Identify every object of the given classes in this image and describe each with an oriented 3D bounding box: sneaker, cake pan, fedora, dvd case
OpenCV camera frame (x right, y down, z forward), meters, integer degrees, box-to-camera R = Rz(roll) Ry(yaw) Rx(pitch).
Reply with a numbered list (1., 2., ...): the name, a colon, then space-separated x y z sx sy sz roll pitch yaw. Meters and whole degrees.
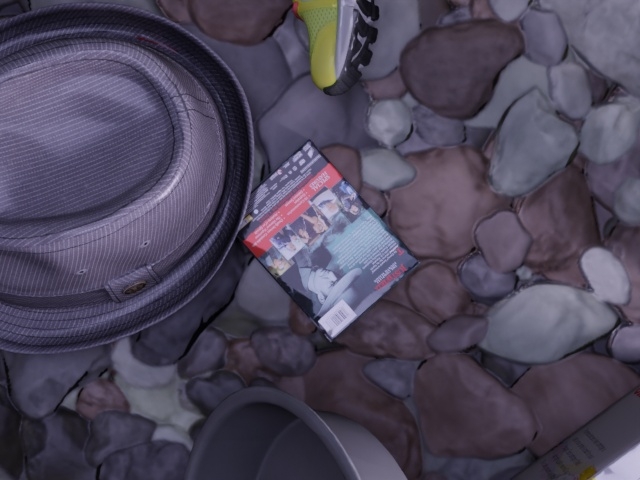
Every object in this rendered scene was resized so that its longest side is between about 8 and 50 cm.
1. sneaker: -0.012 -0.201 1.165 0.094 0.081 0.208 -6 83 10
2. cake pan: -0.009 0.238 1.080 0.054 0.293 0.293 -3 90 -31
3. fedora: -0.182 -0.049 1.138 0.275 0.124 0.243 -15 84 3
4. dvd case: 0.000 0.000 1.191 0.087 0.013 0.119 -43 87 2

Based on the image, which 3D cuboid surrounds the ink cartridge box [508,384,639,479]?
1. ink cartridge box: 0.198 0.222 1.104 0.233 0.171 0.168 -37 89 3
